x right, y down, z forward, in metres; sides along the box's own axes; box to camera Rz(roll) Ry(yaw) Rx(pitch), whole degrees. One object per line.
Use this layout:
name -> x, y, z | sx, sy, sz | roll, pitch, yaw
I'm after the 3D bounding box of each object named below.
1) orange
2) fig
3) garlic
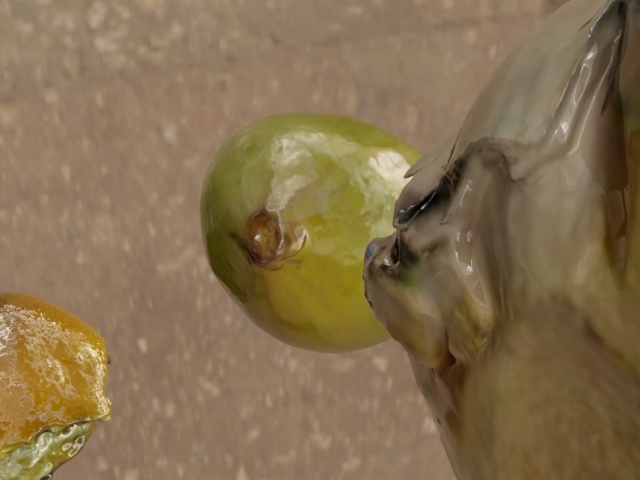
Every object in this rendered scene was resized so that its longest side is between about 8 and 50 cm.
orange -> -0.207, 0.091, 1.267 | 0.160, 0.170, 0.112 | -39, 109, -41
fig -> 0.002, -0.006, 1.063 | 0.153, 0.136, 0.120 | 31, 33, -34
garlic -> 0.155, 0.065, 0.508 | 0.241, 0.322, 0.322 | -26, 69, -7
